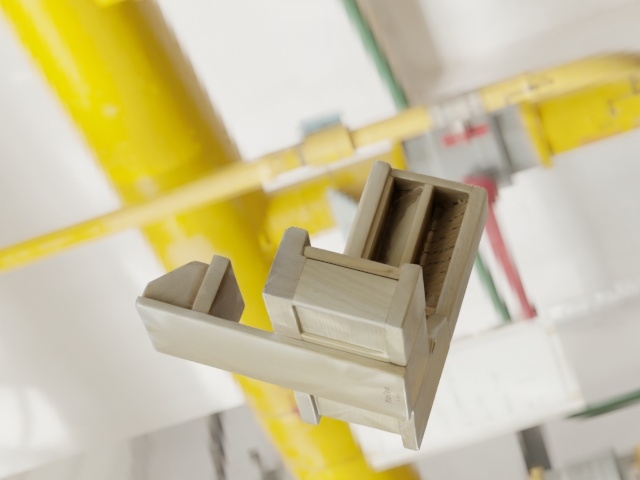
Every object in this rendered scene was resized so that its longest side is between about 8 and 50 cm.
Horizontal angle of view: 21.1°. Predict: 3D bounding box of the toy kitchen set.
[{"bbox_3d":[0.000,0.000,0.436,0.083,0.068,0.075,78,-152,-64],"label":"toy kitchen set"}]
